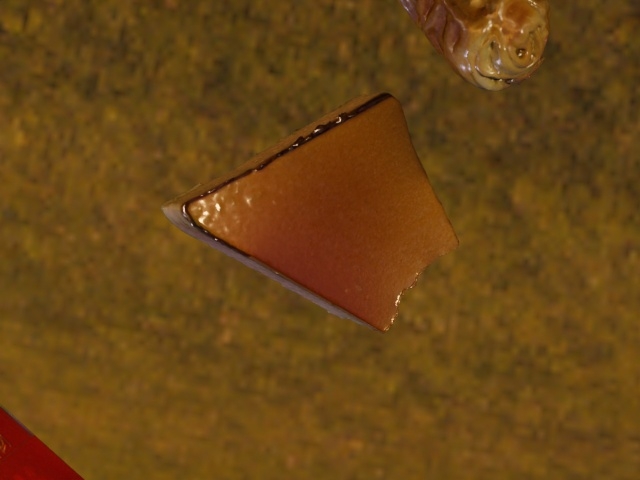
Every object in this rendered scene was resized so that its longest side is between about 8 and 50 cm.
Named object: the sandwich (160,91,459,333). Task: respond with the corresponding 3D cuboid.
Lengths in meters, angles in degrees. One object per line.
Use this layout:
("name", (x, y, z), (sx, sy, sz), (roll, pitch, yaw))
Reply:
("sandwich", (0.000, 0.000, 1.453), (0.193, 0.162, 0.058), (-29, -168, -23))

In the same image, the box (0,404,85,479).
("box", (-0.445, 0.272, 2.333), (0.313, 0.197, 0.089), (40, 133, 8))

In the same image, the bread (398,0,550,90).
("bread", (0.062, -0.240, 1.443), (0.084, 0.367, 0.077), (-35, 143, 4))
